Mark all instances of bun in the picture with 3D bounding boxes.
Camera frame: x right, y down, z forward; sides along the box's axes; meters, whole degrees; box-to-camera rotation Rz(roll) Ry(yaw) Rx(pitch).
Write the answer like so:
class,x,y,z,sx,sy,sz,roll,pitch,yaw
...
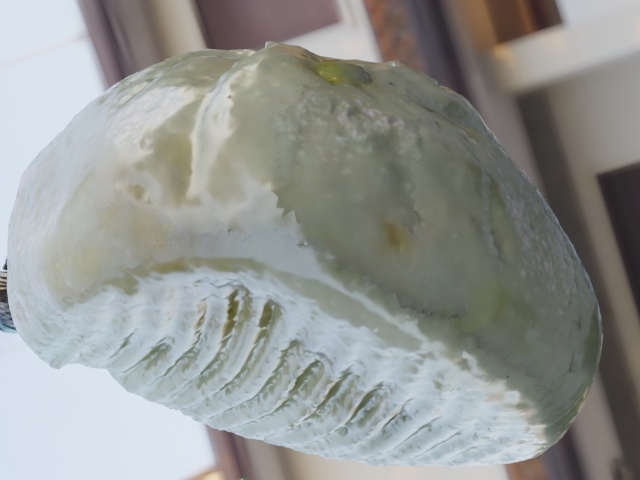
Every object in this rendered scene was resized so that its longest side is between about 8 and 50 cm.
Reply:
class,x,y,z,sx,sy,sz,roll,pitch,yaw
bun,0.000,0.000,1.031,0.365,0.365,0.219,48,-129,-55

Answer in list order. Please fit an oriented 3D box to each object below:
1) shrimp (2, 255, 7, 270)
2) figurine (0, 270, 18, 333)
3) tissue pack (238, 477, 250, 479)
class,x,y,z,sx,sy,sz,roll,pitch,yaw
shrimp,-0.156,-0.007,1.359,0.317,0.164,0.062,-56,-30,-68
figurine,-0.269,0.040,1.355,0.060,0.106,0.047,-60,-19,-51
tissue pack,-0.093,0.254,0.924,0.159,0.234,0.125,51,-163,-33
